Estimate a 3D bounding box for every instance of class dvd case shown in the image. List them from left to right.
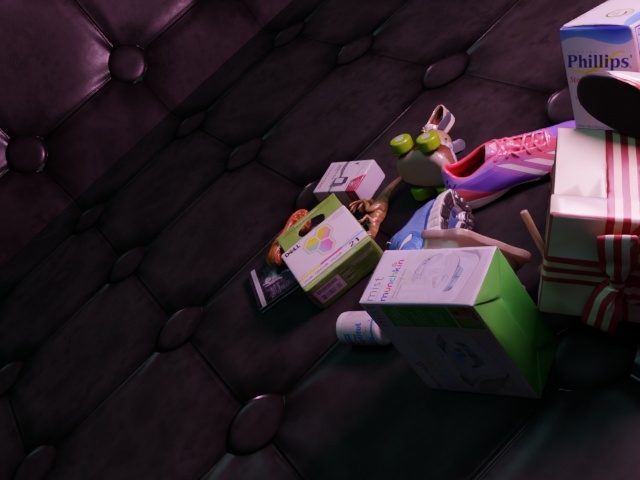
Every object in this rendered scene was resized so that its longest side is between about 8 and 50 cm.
[{"bbox_3d":[-0.072,0.066,2.034,0.221,0.018,0.164,-35,33,5],"label":"dvd case"}]

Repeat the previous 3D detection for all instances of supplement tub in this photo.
[{"bbox_3d":[0.093,0.177,1.685,0.107,0.071,0.071,-7,44,41],"label":"supplement tub"}]

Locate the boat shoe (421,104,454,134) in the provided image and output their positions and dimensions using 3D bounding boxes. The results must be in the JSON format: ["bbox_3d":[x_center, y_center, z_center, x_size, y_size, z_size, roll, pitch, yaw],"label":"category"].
[{"bbox_3d":[0.275,-0.265,2.052,0.063,0.059,0.170,-6,45,41],"label":"boat shoe"}]

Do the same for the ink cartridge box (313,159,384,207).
[{"bbox_3d":[0.070,-0.141,2.103,0.150,0.063,0.109,1,50,45],"label":"ink cartridge box"}]

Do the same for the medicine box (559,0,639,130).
[{"bbox_3d":[0.587,-0.288,1.492,0.263,0.289,0.149,-31,26,-29],"label":"medicine box"}]

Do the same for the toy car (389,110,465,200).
[{"bbox_3d":[0.275,-0.207,1.915,0.149,0.155,0.188,1,37,46],"label":"toy car"}]

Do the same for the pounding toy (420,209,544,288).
[{"bbox_3d":[0.307,0.023,1.530,0.154,0.269,0.155,-20,55,65],"label":"pounding toy"}]

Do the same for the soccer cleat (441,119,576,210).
[{"bbox_3d":[0.409,-0.177,1.756,0.318,0.116,0.108,-27,36,18],"label":"soccer cleat"}]

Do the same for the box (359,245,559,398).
[{"bbox_3d":[0.237,0.137,1.413,0.231,0.262,0.127,-3,47,42],"label":"box"}]

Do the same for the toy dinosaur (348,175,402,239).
[{"bbox_3d":[0.137,-0.082,1.982,0.112,0.064,0.211,12,67,33],"label":"toy dinosaur"}]

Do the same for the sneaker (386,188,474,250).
[{"bbox_3d":[0.207,0.047,1.709,0.147,0.130,0.330,-25,29,47],"label":"sneaker"}]

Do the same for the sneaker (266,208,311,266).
[{"bbox_3d":[-0.082,-0.011,2.065,0.067,0.064,0.175,-9,39,51],"label":"sneaker"}]

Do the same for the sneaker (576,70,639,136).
[{"bbox_3d":[0.556,-0.228,1.326,0.270,0.090,0.145,22,45,23],"label":"sneaker"}]

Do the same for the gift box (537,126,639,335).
[{"bbox_3d":[0.490,-0.020,1.319,0.276,0.255,0.258,3,45,18],"label":"gift box"}]

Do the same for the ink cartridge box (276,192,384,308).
[{"bbox_3d":[0.000,0.000,1.903,0.189,0.097,0.255,-39,50,3],"label":"ink cartridge box"}]
